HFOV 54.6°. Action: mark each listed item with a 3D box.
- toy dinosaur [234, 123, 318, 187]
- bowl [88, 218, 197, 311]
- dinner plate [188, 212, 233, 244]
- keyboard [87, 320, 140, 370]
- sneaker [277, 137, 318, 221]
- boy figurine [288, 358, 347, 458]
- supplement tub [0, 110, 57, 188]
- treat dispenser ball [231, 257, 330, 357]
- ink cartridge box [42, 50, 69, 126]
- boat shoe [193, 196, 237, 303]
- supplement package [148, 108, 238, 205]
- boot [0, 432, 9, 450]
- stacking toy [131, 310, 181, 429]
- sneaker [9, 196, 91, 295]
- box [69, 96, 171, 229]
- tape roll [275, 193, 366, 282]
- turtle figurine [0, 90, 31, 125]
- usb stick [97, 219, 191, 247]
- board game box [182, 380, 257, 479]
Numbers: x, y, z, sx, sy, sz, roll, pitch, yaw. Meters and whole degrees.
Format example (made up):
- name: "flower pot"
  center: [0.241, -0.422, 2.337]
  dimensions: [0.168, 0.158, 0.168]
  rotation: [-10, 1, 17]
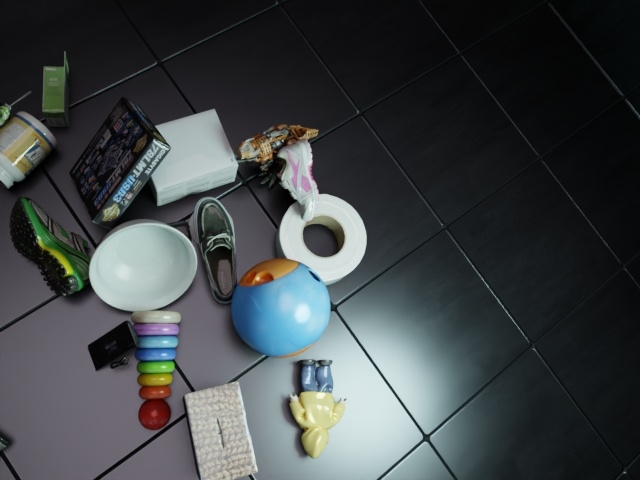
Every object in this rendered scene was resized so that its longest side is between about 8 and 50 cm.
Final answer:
- name: "toy dinosaur"
  center: [-0.133, -0.291, 1.960]
  dimensions: [0.321, 0.218, 0.164]
  rotation: [-2, 67, -31]
- name: "bowl"
  center: [-0.519, 0.049, 1.799]
  dimensions: [0.297, 0.298, 0.134]
  rotation: [-14, 35, -17]
- name: "dinner plate"
  center: [-0.345, -0.046, 1.963]
  dimensions: [0.141, 0.017, 0.141]
  rotation: [4, 74, -14]
- name: "keyboard"
  center: [-0.578, 0.309, 1.748]
  dimensions: [0.180, 0.023, 0.108]
  rotation: [-32, 76, 24]
- name: "sneaker"
  center: [-0.075, -0.179, 1.899]
  dimensions: [0.111, 0.103, 0.252]
  rotation: [-11, 94, -11]
- name: "boy figurine"
  center: [-0.006, 0.499, 1.851]
  dimensions: [0.177, 0.092, 0.285]
  rotation: [1, 75, -13]
- name: "supplement tub"
  center: [-0.896, -0.265, 1.825]
  dimensions: [0.144, 0.144, 0.200]
  rotation: [37, 70, -1]
- name: "treat dispenser ball"
  center: [-0.115, 0.194, 1.804]
  dimensions: [0.288, 0.288, 0.288]
  rotation: [4, 74, -12]
- name: "ink cartridge box"
  center: [-0.816, -0.468, 1.920]
  dimensions: [0.062, 0.109, 0.209]
  rotation: [-1, 75, -15]
- name: "boat shoe"
  center: [-0.304, 0.021, 1.885]
  dimensions: [0.121, 0.119, 0.335]
  rotation: [-13, 83, -17]
- name: "supplement package"
  center: [-0.419, -0.259, 1.936]
  dimensions: [0.261, 0.145, 0.204]
  rotation: [-21, 80, -18]
- name: "boot"
  center: [-0.888, 0.608, 1.604]
  dimensions: [0.338, 0.118, 0.223]
  rotation: [40, 65, -5]
- name: "stacking toy"
  center: [-0.474, 0.368, 1.766]
  dimensions: [0.141, 0.141, 0.330]
  rotation: [2, 80, -13]
- name: "sneaker"
  center: [-0.778, 0.009, 1.806]
  dimensions: [0.343, 0.134, 0.146]
  rotation: [49, 34, 10]
- name: "box"
  center: [-0.583, -0.227, 1.779]
  dimensions: [0.295, 0.073, 0.293]
  rotation: [-52, 48, 9]
- name: "tape roll"
  center: [0.000, 0.000, 1.987]
  dimensions: [0.286, 0.100, 0.286]
  rotation: [4, 74, -13]
- name: "turtle figurine"
  center: [-0.979, -0.372, 1.708]
  dimensions: [0.198, 0.266, 0.275]
  rotation: [42, 87, -23]
- name: "usb stick"
  center: [-0.531, 0.003, 1.890]
  dimensions: [0.278, 0.045, 0.077]
  rotation: [-15, 87, -17]
- name: "board game box"
  center: [-0.279, 0.516, 1.674]
  dimensions: [0.141, 0.291, 0.232]
  rotation: [-11, 77, -16]
